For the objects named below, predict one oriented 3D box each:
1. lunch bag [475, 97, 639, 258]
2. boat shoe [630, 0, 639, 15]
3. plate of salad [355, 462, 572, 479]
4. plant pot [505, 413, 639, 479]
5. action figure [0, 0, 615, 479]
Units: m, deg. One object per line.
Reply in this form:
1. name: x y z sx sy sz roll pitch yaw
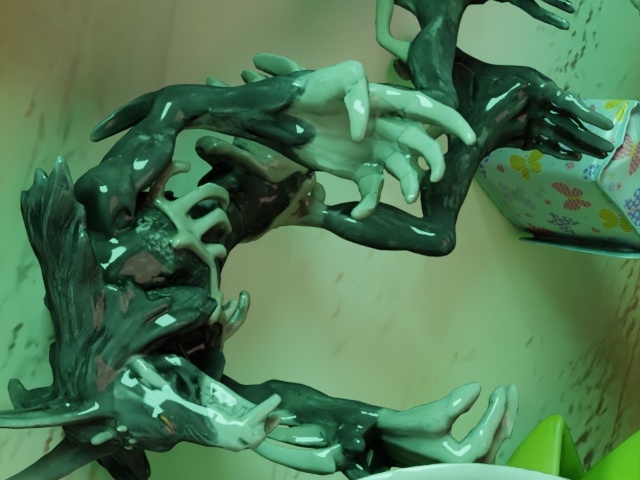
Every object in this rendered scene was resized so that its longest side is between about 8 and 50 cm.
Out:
1. lunch bag: 0.115 -0.020 0.794 0.083 0.071 0.053 46 64 -43
2. boat shoe: 0.188 -0.108 0.775 0.103 0.113 0.302 -11 72 -19
3. plate of salad: 0.043 0.160 0.634 0.048 0.200 0.200 -93 175 -69
4. plant pot: 0.182 0.196 0.779 0.227 0.207 0.228 -75 150 -51
5. action figure: 0.000 0.000 0.629 0.276 0.141 0.164 -46 140 -32
